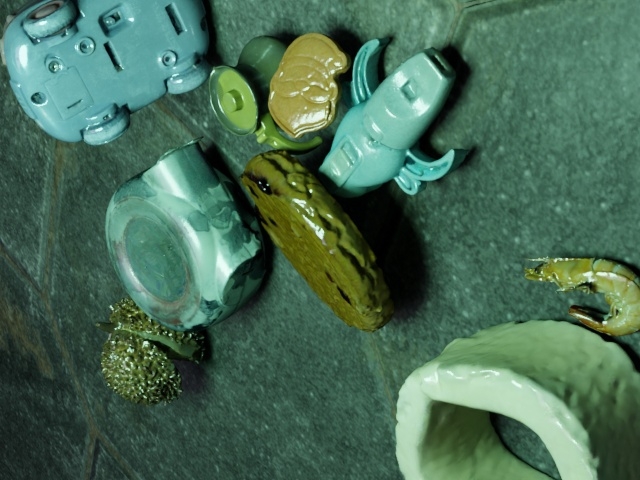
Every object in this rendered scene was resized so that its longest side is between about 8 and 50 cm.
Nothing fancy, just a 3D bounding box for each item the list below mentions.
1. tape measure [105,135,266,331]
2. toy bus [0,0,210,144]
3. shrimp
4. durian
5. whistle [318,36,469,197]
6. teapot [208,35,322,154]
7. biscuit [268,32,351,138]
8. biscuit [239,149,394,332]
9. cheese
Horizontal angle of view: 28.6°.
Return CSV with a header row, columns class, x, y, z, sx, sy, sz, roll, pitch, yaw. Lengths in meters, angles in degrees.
class,x,y,z,sx,sy,sz,roll,pitch,yaw
tape measure,-0.197,0.002,1.892,0.275,0.147,0.256,-35,85,50
toy bus,-0.311,-0.281,1.744,0.232,0.294,0.197,31,152,53
shrimp,0.300,0.059,1.402,0.162,0.045,0.095,9,139,43
durian,-0.290,0.175,2.066,0.167,0.196,0.196,-14,100,47
whistle,0.077,-0.133,1.512,0.186,0.093,0.274,57,141,13
teapot,-0.065,-0.182,1.629,0.166,0.119,0.130,58,145,6
biscuit,-0.016,-0.190,1.539,0.102,0.019,0.130,28,104,29
biscuit,0.001,-0.001,1.635,0.296,0.075,0.296,50,170,12
cheese,0.240,0.244,1.488,0.332,0.153,0.292,9,118,47
